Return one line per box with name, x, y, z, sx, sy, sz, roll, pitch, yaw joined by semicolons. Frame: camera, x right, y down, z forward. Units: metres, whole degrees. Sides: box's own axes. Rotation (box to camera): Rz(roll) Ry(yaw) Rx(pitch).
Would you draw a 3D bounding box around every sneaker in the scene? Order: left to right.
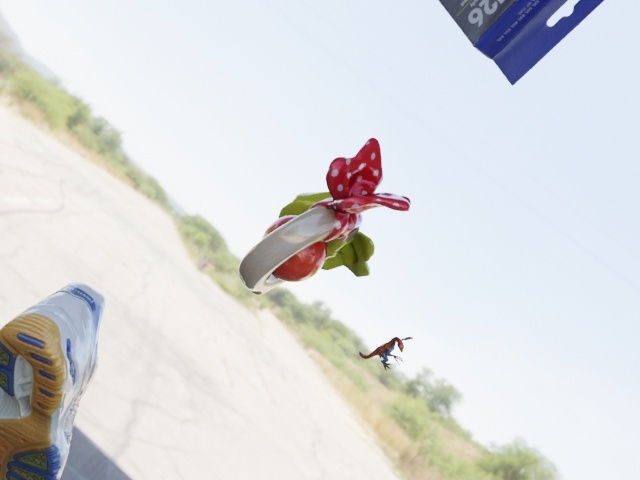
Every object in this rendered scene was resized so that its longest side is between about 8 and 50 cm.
sneaker;-0.304;0.178;0.929;0.112;0.296;0.131;30;33;3

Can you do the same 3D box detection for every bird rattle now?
bird rattle;0.000;0.000;0.973;0.143;0.207;0.253;58;-13;2

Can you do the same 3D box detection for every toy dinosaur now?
toy dinosaur;0.111;0.185;1.358;0.082;0.090;0.047;90;-2;-54

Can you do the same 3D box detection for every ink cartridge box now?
ink cartridge box;0.350;-0.486;1.421;0.072;0.303;0.307;10;43;-50
